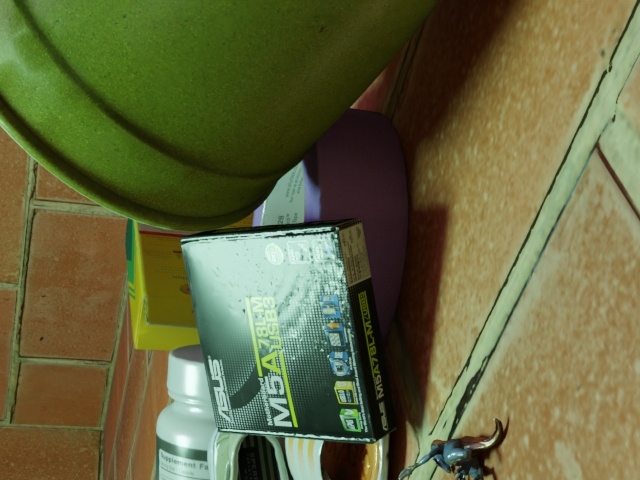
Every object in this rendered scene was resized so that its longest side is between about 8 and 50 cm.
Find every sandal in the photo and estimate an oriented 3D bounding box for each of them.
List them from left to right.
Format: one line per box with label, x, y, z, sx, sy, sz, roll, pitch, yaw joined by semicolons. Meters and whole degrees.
sandal;-0.002;0.204;0.996;0.265;0.076;0.101;167;107;-73

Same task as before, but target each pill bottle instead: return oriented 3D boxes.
pill bottle;-0.104;0.264;1.138;0.161;0.161;0.283;-163;74;-74

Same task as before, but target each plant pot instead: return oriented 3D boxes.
plant pot;-0.049;-0.250;0.786;0.353;0.366;0.366;-34;47;34

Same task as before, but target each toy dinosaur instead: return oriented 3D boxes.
toy dinosaur;0.104;0.160;0.751;0.090;0.047;0.082;-47;14;7

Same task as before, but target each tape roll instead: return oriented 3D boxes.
tape roll;0.000;0.000;1.039;0.275;0.090;0.274;-175;90;-75

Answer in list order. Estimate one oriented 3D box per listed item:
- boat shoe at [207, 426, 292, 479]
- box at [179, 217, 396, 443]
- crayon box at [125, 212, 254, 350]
boat shoe;-0.057;0.321;1.001;0.094;0.109;0.302;150;107;-80
box;-0.032;0.080;0.900;0.184;0.045;0.190;-3;100;36
crayon box;-0.141;0.052;1.304;0.318;0.202;0.081;-111;31;-59
